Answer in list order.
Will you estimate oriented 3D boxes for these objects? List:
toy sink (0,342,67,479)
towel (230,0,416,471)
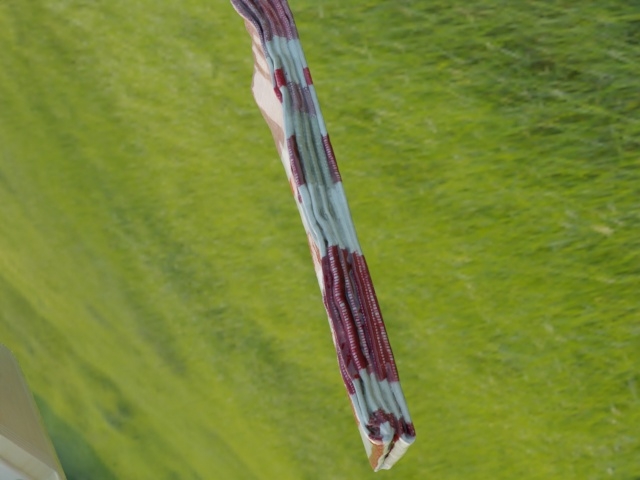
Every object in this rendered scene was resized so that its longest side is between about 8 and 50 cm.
[{"bbox_3d":[-0.322,0.181,0.888,0.234,0.152,0.131,52,180,45],"label":"toy sink"},{"bbox_3d":[0.000,0.000,0.783,0.237,0.037,0.329,84,170,-75],"label":"towel"}]
